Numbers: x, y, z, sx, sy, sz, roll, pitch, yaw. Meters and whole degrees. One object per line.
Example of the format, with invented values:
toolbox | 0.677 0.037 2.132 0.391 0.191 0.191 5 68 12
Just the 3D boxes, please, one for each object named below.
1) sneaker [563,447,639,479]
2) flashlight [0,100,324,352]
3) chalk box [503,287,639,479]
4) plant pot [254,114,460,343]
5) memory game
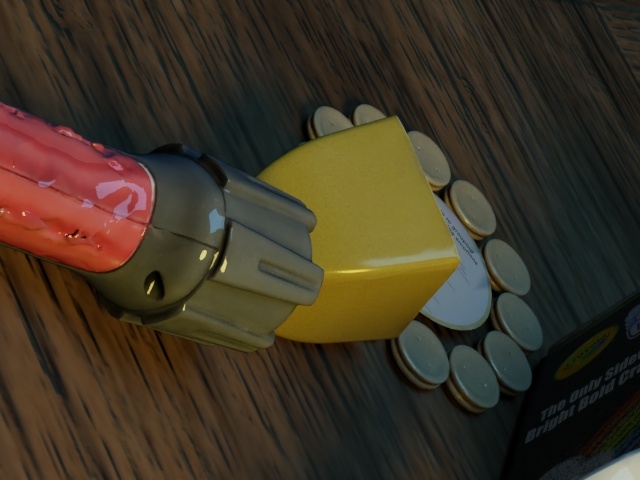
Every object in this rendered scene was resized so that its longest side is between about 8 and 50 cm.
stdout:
sneaker | 0.085 0.189 0.740 0.256 0.094 0.151 -34 84 -26
flashlight | -0.127 -0.030 0.732 0.304 0.103 0.103 23 41 -38
chalk box | 0.216 0.118 0.964 0.179 0.180 0.289 46 34 -11
plant pot | 0.000 0.000 0.892 0.083 0.081 0.081 -9 64 -28
memory game | 0.052 0.006 1.016 0.186 0.012 0.186 33 37 -29
